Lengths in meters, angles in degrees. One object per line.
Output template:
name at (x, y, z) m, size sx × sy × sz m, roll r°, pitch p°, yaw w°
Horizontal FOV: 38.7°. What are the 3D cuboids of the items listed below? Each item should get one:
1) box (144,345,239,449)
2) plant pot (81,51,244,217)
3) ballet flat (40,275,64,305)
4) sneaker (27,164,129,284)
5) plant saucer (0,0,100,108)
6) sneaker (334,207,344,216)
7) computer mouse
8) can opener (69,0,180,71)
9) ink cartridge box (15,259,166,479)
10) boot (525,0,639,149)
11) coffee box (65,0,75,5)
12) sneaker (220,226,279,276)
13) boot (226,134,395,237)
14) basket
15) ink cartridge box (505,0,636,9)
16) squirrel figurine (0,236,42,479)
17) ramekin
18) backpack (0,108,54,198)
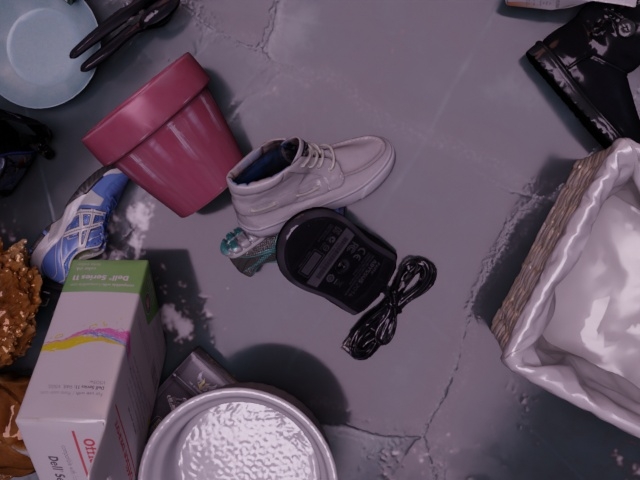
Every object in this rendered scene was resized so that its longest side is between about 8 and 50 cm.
box at (-0.168, 0.306, 1.400) m, size 0.231 × 0.056 × 0.183 m, roll 42°, pitch 94°, yaw 1°
plant pot at (-0.211, -0.141, 1.322) m, size 0.201 × 0.201 × 0.180 m, roll -38°, pitch 105°, yaw 5°
ballet flat at (-0.409, 0.071, 1.406) m, size 0.203 × 0.074 × 0.074 m, roll 6°, pitch 93°, yaw -2°
sneaker at (-0.346, -0.025, 1.374) m, size 0.081 × 0.080 × 0.211 m, roll 35°, pitch 84°, yaw 8°
plant saucer at (-0.427, -0.299, 1.398) m, size 0.194 × 0.037 × 0.195 m, roll 0°, pitch 94°, yaw 4°
sneaker at (0.000, 0.000, 1.373) m, size 0.059 × 0.053 × 0.144 m, roll 19°, pitch 93°, yaw 5°
computer mouse at (0.029, 0.042, 1.327) m, size 0.188 × 0.072 × 0.272 m, roll -50°, pitch 125°, yaw 2°
can opener at (-0.294, -0.320, 1.360) m, size 0.186 × 0.073 × 0.059 m, roll -34°, pitch 95°, yaw -6°
ink cartridge box at (-0.307, 0.218, 1.237) m, size 0.119 × 0.353 × 0.207 m, roll 1°, pitch 133°, yaw 3°
boot at (0.447, -0.250, 1.304) m, size 0.207 × 0.094 × 0.246 m, roll -39°, pitch 83°, yaw 9°
coffee box at (-0.408, -0.450, 1.366) m, size 0.184 × 0.040 × 0.113 m, roll 39°, pitch 69°, yaw 2°
sneaker at (-0.068, -0.005, 1.381) m, size 0.166 × 0.065 × 0.076 m, roll -29°, pitch 124°, yaw -6°
boot at (-0.010, -0.104, 1.305) m, size 0.258 × 0.123 × 0.095 m, roll -30°, pitch 56°, yaw -10°
basket at (0.447, 0.079, 1.236) m, size 0.331 × 0.266 × 0.328 m, roll 27°, pitch 95°, yaw 3°
ink cartridge box at (0.365, -0.400, 1.302) m, size 0.179 × 0.045 × 0.145 m, roll 11°, pitch 78°, yaw 11°
squirrel figurine at (-0.520, 0.186, 1.286) m, size 0.370 × 0.281 × 0.397 m, roll 20°, pitch 118°, yaw -4°
ramekin at (-0.110, 0.335, 1.301) m, size 0.277 × 0.135 × 0.277 m, roll 0°, pitch 93°, yaw 3°
backpack at (-0.571, -0.143, 1.304) m, size 0.276 × 0.263 × 0.213 m, roll 32°, pitch 95°, yaw 1°
